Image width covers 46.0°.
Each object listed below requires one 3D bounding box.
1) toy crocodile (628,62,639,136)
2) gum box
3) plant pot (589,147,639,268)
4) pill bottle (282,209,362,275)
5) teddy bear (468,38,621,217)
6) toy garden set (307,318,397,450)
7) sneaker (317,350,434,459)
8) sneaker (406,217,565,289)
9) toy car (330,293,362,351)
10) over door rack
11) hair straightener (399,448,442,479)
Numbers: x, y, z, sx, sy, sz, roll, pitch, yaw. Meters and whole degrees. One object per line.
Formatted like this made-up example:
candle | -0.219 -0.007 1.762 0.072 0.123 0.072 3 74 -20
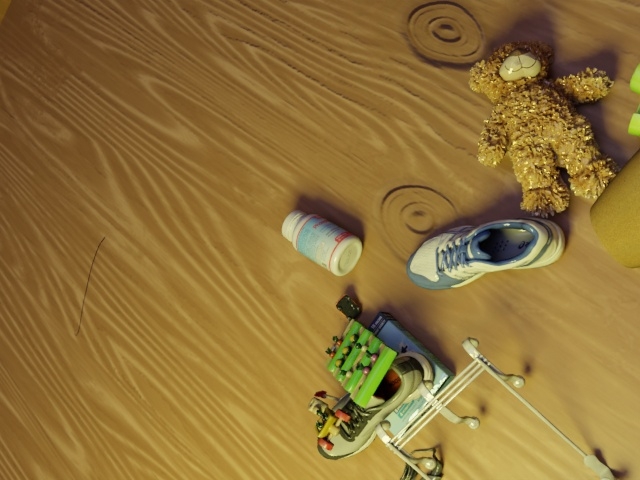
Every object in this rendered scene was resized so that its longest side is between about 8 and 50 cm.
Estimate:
toy crocodile | 0.593 -0.309 1.184 0.115 0.105 0.341 39 103 31
gum box | 0.137 0.253 1.423 0.184 0.041 0.157 42 106 30
plant pot | 0.544 -0.067 1.122 0.254 0.237 0.237 -39 63 37
pill bottle | 0.000 0.000 1.527 0.160 0.087 0.087 31 99 32
teddy bear | 0.380 -0.206 1.302 0.245 0.113 0.338 -8 78 29
toy garden set | 0.032 0.249 1.364 0.204 0.049 0.244 -59 13 -2
sneaker | 0.080 0.299 1.365 0.271 0.108 0.100 -48 63 20
sneaker | 0.269 0.013 1.326 0.296 0.131 0.112 -18 75 31
toy car | 0.033 0.165 1.500 0.122 0.060 0.040 -63 25 1
over door rack | 0.286 0.352 1.262 0.324 0.108 0.239 45 105 9
hair straightener | 0.146 0.471 1.378 0.089 0.047 0.230 33 100 32
